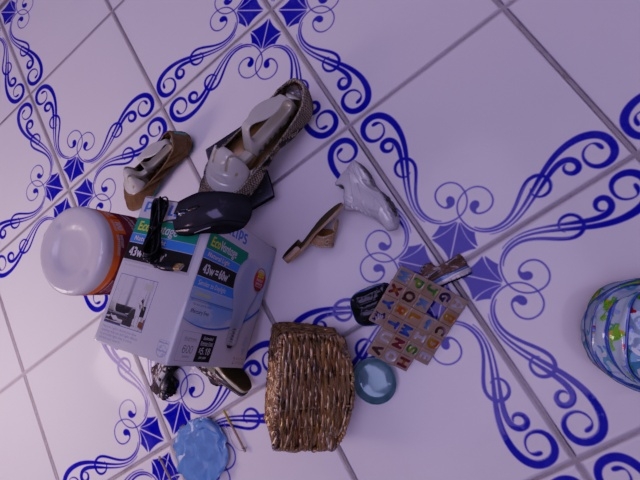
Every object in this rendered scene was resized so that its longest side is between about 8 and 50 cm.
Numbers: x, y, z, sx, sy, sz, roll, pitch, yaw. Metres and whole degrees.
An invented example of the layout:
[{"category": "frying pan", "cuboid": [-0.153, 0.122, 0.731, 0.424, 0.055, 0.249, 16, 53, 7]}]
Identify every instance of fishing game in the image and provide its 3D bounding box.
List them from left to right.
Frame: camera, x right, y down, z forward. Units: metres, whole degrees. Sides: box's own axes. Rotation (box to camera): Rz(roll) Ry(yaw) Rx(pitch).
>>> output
[{"category": "fishing game", "cuboid": [-0.357, 0.626, 1.250, 0.264, 0.041, 0.189, -40, 72, 3]}]

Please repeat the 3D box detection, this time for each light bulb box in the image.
[{"category": "light bulb box", "cuboid": [-0.322, 0.124, 1.097, 0.225, 0.358, 0.362, 10, 77, 20]}]

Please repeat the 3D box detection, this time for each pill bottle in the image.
[{"category": "pill bottle", "cuboid": [-0.541, 0.044, 1.195, 0.223, 0.392, 0.224, -2, 84, 20]}]

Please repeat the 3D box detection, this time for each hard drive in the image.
[{"category": "hard drive", "cuboid": [-0.245, -0.209, 1.295, 0.171, 0.054, 0.255, -28, 75, 15]}]

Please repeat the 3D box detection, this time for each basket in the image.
[{"category": "basket", "cuboid": [-0.032, 0.379, 1.128, 0.213, 0.223, 0.300, 4, 84, -12]}]

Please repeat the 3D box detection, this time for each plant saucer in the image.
[{"category": "plant saucer", "cuboid": [0.143, 0.368, 1.100, 0.119, 0.021, 0.120, -3, 82, 20]}]

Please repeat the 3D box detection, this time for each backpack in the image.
[{"category": "backpack", "cuboid": [0.138, 0.170, 1.089, 0.114, 0.084, 0.105, -17, 84, 7]}, {"category": "backpack", "cuboid": [0.712, 0.191, 0.808, 0.355, 0.273, 0.291, 9, 94, 33]}]

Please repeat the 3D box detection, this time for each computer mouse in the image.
[{"category": "computer mouse", "cuboid": [-0.281, -0.025, 0.904, 0.261, 0.060, 0.184, 0, 70, 17]}]

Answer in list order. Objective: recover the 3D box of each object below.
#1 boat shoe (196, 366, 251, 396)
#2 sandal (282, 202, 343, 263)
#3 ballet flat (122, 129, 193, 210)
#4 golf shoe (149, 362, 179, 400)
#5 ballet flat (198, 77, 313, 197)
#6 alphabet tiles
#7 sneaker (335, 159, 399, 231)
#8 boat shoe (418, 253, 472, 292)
[{"category": "boat shoe", "cuboid": [-0.296, 0.393, 1.236, 0.223, 0.080, 0.074, 31, 100, 26]}, {"category": "sandal", "cuboid": [0.001, -0.003, 1.182, 0.240, 0.088, 0.079, -42, 103, 19]}, {"category": "ballet flat", "cuboid": [-0.567, -0.238, 1.382, 0.342, 0.124, 0.116, -41, 72, 12]}, {"category": "golf shoe", "cuboid": [-0.488, 0.392, 1.305, 0.093, 0.077, 0.199, 12, 87, 22]}, {"category": "ballet flat", "cuboid": [-0.198, -0.264, 1.163, 0.164, 0.182, 0.483, 38, 84, 9]}, {"category": "alphabet tiles", "cuboid": [0.223, 0.206, 1.037, 0.198, 0.009, 0.237, 27, 100, -9]}, {"category": "sneaker", "cuboid": [0.123, -0.103, 1.138, 0.115, 0.090, 0.232, -41, 63, 18]}, {"category": "boat shoe", "cuboid": [0.285, 0.090, 1.062, 0.183, 0.066, 0.066, -23, 71, 6]}]
